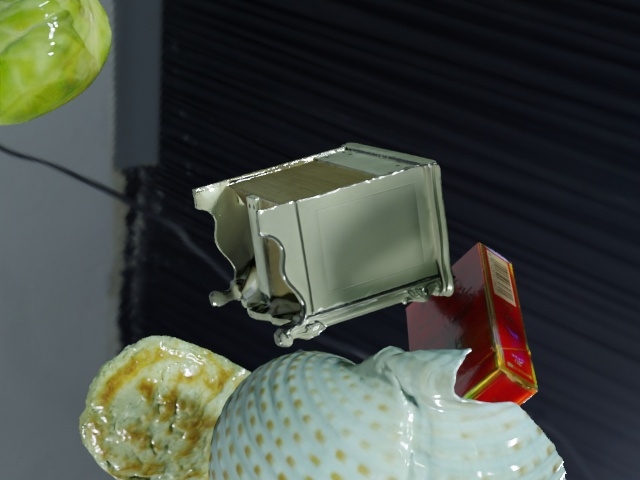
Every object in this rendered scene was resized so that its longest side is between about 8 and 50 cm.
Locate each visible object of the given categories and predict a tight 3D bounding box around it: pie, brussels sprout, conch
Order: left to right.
[{"bbox_3d":[-0.345,-0.221,1.282,0.161,0.223,0.223,41,75,-34],"label":"brussels sprout"},{"bbox_3d":[-0.167,0.206,1.318,0.248,0.090,0.201,33,104,-35],"label":"pie"},{"bbox_3d":[0.051,0.227,1.006,0.215,0.303,0.319,-63,-167,-23],"label":"conch"}]

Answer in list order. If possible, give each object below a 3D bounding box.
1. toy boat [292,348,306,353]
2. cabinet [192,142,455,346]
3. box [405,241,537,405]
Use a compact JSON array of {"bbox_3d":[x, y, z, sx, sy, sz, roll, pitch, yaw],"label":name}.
[{"bbox_3d":[0.029,0.286,1.860,0.092,0.299,0.134,-39,119,-18],"label":"toy boat"},{"bbox_3d":[0.000,0.000,1.804,0.318,0.290,0.227,-17,109,-25],"label":"cabinet"},{"bbox_3d":[0.240,0.175,1.829,0.197,0.089,0.313,-45,-155,29],"label":"box"}]
